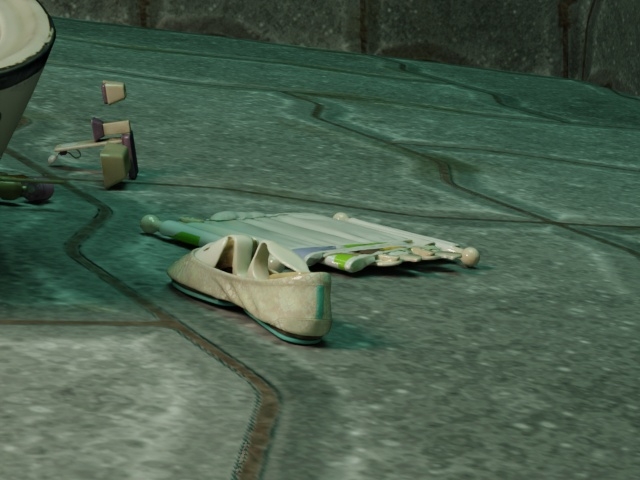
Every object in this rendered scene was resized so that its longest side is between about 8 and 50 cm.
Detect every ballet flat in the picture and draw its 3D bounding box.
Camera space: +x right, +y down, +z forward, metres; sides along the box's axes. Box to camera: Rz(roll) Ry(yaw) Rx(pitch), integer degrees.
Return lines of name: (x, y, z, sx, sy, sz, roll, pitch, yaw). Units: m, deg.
ballet flat: (-0.043, 0.022, 1.084, 0.057, 0.052, 0.168, 0, 13, -38)

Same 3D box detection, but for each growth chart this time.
growth chart: (0.000, 0.000, 1.323, 0.237, 0.021, 0.172, -2, 15, -44)

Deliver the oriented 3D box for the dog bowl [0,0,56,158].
dog bowl: (-0.385, -0.108, 1.070, 0.408, 0.150, 0.408, 13, 21, -5)

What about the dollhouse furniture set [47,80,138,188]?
dollhouse furniture set: (-0.217, -0.091, 1.519, 0.081, 0.091, 0.114, -7, 14, 1)

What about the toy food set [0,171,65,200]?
toy food set: (-0.262, -0.045, 1.376, 0.078, 0.019, 0.122, 2, 5, -33)
